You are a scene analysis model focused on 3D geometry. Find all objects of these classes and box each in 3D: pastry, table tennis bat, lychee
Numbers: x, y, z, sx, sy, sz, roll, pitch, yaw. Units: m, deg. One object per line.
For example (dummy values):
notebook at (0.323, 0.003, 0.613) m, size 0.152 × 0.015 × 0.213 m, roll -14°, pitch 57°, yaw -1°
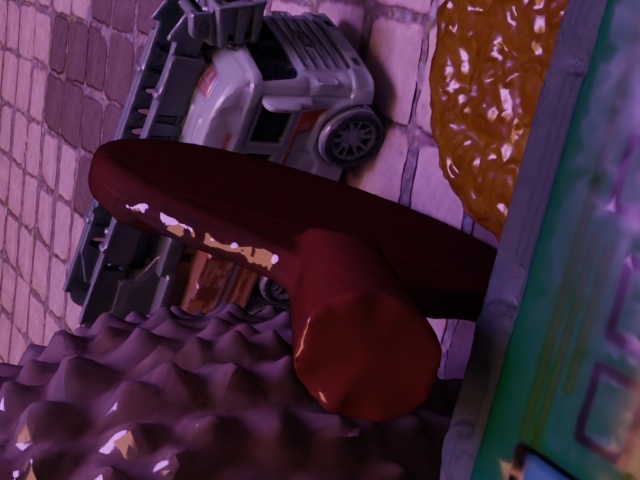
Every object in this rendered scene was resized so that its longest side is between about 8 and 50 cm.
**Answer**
pastry at (0.142, -0.086, 0.568) m, size 0.188 × 0.103 × 0.189 m, roll -2°, pitch 87°, yaw 59°
table tennis bat at (0.000, 0.000, 0.595) m, size 0.415 × 0.268 × 0.051 m, roll -115°, pitch 42°, yaw -76°
lychee at (-0.056, 0.212, 0.608) m, size 0.380 × 0.432 × 0.381 m, roll -9°, pitch 64°, yaw 19°

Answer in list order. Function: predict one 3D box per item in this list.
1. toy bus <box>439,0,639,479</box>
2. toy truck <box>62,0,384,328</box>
toy bus at (0.187, -0.002, 0.399) m, size 0.199 × 0.183 × 0.344 m, roll 31°, pitch 113°, yaw 57°
toy truck at (-0.083, -0.054, 0.866) m, size 0.133 × 0.184 × 0.338 m, roll 59°, pitch 137°, yaw 40°
